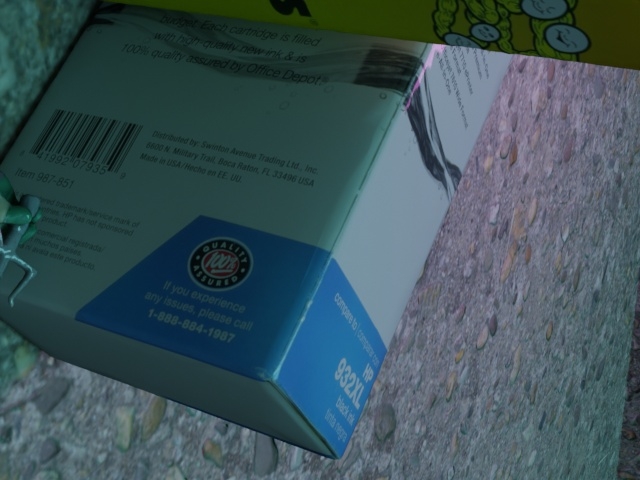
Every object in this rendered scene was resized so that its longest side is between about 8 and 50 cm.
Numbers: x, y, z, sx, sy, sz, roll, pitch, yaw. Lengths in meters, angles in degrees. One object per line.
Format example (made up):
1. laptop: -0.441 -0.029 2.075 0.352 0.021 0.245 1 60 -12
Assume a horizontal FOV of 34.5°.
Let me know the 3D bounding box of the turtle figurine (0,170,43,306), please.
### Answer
1. turtle figurine: -0.182 -0.068 0.458 0.175 0.118 0.234 125 -29 -75

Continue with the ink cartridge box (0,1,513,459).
1. ink cartridge box: -0.039 -0.060 0.617 0.307 0.223 0.129 -65 151 -21

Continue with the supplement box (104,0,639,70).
1. supplement box: 0.015 -0.234 0.496 0.195 0.356 0.194 -62 148 -26
